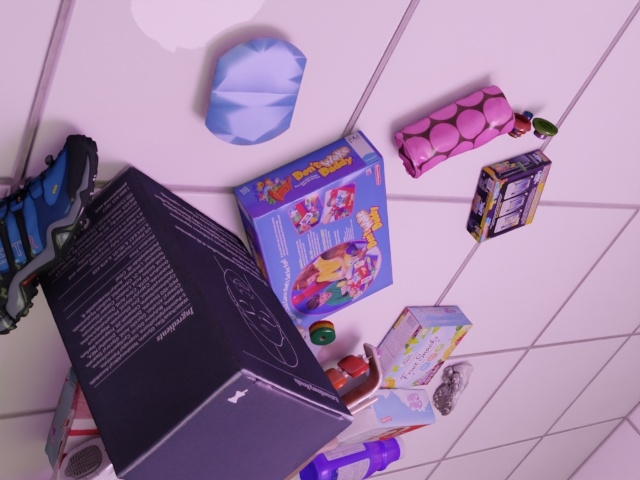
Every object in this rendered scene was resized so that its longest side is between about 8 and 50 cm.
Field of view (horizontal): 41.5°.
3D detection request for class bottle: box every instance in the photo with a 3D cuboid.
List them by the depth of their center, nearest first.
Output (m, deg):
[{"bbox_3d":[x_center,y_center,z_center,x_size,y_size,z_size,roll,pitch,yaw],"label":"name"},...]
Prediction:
[{"bbox_3d":[0.087,0.556,2.139,0.283,0.092,0.118,-9,137,-32],"label":"bottle"}]

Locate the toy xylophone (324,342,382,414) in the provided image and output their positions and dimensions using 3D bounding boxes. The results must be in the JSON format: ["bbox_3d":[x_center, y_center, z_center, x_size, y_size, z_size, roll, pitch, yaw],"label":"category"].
[{"bbox_3d":[0.003,0.323,1.713,0.323,0.081,0.236,-31,-178,-15],"label":"toy xylophone"}]

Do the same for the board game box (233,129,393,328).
[{"bbox_3d":[0.000,0.000,1.457,0.233,0.078,0.347,-26,143,-13],"label":"board game box"}]

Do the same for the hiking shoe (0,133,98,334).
[{"bbox_3d":[-0.397,-0.016,1.098,0.132,0.113,0.304,28,101,-27],"label":"hiking shoe"}]

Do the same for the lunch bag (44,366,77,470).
[{"bbox_3d":[-0.331,0.333,1.504,0.262,0.160,0.223,1,130,-32],"label":"lunch bag"}]

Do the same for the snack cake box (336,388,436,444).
[{"bbox_3d":[0.132,0.404,1.944,0.152,0.089,0.264,-29,156,28],"label":"snack cake box"}]

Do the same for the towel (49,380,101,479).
[{"bbox_3d":[-0.319,0.361,1.393,0.237,0.037,0.329,7,117,-32],"label":"towel"}]

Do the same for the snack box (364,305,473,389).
[{"bbox_3d":[0.219,0.243,1.913,0.175,0.070,0.207,3,128,-41],"label":"snack box"}]

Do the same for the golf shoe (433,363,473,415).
[{"bbox_3d":[0.350,0.385,2.183,0.086,0.069,0.176,-18,142,-31],"label":"golf shoe"}]

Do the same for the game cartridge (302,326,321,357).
[{"bbox_3d":[-0.138,0.231,1.631,0.297,0.062,0.198,-4,129,-36],"label":"game cartridge"}]

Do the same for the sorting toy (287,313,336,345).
[{"bbox_3d":[-0.119,0.177,1.487,0.275,0.046,0.132,3,137,-16],"label":"sorting toy"}]

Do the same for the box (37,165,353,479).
[{"bbox_3d":[-0.184,0.139,1.198,0.212,0.395,0.293,-41,143,8],"label":"box"}]

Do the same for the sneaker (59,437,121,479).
[{"bbox_3d":[-0.282,0.337,1.327,0.232,0.090,0.115,-24,137,-2],"label":"sneaker"}]

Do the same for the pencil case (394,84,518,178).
[{"bbox_3d":[0.226,-0.179,1.432,0.209,0.095,0.098,-24,158,-11],"label":"pencil case"}]

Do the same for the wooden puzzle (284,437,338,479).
[{"bbox_3d":[-0.172,0.500,1.845,0.322,0.080,0.348,-5,153,-33],"label":"wooden puzzle"}]

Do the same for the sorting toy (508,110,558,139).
[{"bbox_3d":[0.380,-0.203,1.547,0.102,0.061,0.042,11,128,-17],"label":"sorting toy"}]

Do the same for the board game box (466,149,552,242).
[{"bbox_3d":[0.373,-0.087,1.683,0.141,0.048,0.170,-20,141,-23],"label":"board game box"}]

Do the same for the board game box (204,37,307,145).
[{"bbox_3d":[-0.096,-0.213,1.183,0.133,0.033,0.168,-4,129,-28],"label":"board game box"}]
